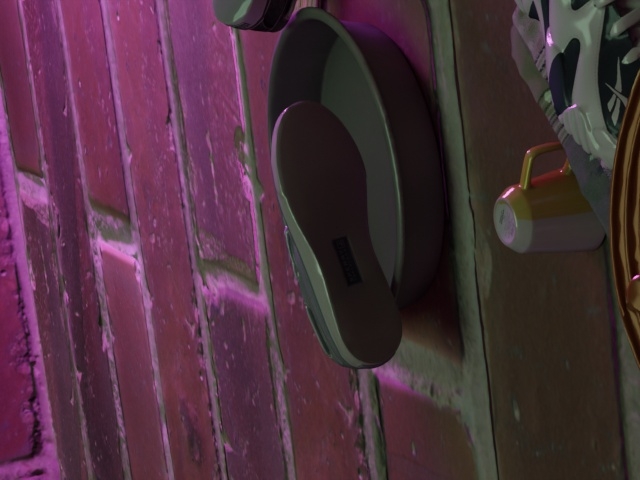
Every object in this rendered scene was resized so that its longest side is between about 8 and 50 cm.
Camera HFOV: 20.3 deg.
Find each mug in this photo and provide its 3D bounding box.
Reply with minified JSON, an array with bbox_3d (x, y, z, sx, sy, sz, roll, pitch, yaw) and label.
[{"bbox_3d":[0.155,-0.026,1.247,0.062,0.064,0.078,157,101,-70],"label":"mug"}]

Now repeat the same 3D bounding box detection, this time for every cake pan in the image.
[{"bbox_3d":[0.030,-0.062,1.570,0.293,0.054,0.293,169,90,-70],"label":"cake pan"}]

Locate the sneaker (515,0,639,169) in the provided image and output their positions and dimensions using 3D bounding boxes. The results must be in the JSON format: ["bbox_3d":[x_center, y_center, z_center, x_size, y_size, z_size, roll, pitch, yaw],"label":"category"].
[{"bbox_3d":[0.172,-0.148,0.969,0.153,0.094,0.235,91,170,-46],"label":"sneaker"}]

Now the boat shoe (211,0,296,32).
[{"bbox_3d":[-0.033,-0.288,1.546,0.077,0.070,0.219,30,108,42],"label":"boat shoe"}]

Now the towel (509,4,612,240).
[{"bbox_3d":[0.209,-0.123,1.071,0.324,0.056,0.312,104,148,-50],"label":"towel"}]

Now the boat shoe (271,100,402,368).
[{"bbox_3d":[0.001,0.000,1.487,0.081,0.079,0.228,-26,79,64],"label":"boat shoe"}]

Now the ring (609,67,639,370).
[{"bbox_3d":[0.264,-0.012,0.812,0.336,0.032,0.337,-3,86,45],"label":"ring"}]

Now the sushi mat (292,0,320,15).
[{"bbox_3d":[-0.026,-0.347,1.622,0.151,0.019,0.317,-128,34,-49],"label":"sushi mat"}]
